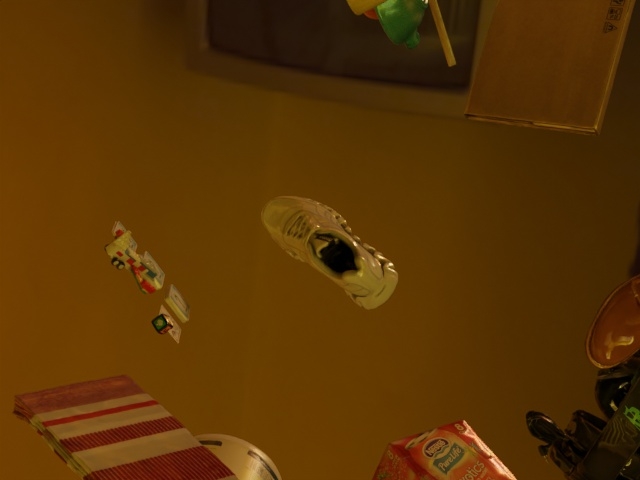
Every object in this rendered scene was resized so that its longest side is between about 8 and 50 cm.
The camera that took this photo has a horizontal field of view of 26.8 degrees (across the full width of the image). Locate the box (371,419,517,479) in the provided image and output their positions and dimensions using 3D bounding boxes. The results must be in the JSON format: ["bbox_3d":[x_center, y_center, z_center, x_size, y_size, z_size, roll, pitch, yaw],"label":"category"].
[{"bbox_3d":[0.125,0.362,1.675,0.128,0.257,0.122,-11,-134,-36],"label":"box"}]

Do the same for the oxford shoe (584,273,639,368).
[{"bbox_3d":[0.408,0.077,1.641,0.076,0.212,0.076,46,178,-10],"label":"oxford shoe"}]

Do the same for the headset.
[{"bbox_3d":[0.383,0.232,1.813,0.185,0.243,0.394,32,160,13],"label":"headset"}]

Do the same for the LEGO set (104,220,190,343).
[{"bbox_3d":[-0.243,0.055,1.985,0.060,0.182,0.244,-36,-168,6],"label":"LEGO set"}]

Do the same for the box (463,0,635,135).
[{"bbox_3d":[0.271,-0.226,1.583,0.164,0.201,0.021,10,164,28],"label":"box"}]

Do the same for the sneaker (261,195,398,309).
[{"bbox_3d":[0.000,0.000,2.248,0.292,0.110,0.118,34,-178,34],"label":"sneaker"}]

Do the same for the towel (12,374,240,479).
[{"bbox_3d":[-0.296,0.323,2.089,0.237,0.037,0.329,-7,-146,-47],"label":"towel"}]

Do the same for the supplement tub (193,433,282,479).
[{"bbox_3d":[-0.202,0.505,2.271,0.235,0.235,0.325,8,-152,7],"label":"supplement tub"}]

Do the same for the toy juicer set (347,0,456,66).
[{"bbox_3d":[0.088,-0.367,1.830,0.089,0.209,0.329,-16,165,20],"label":"toy juicer set"}]
